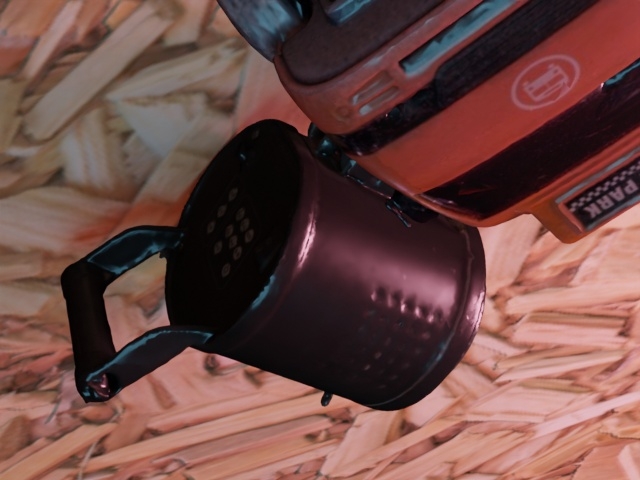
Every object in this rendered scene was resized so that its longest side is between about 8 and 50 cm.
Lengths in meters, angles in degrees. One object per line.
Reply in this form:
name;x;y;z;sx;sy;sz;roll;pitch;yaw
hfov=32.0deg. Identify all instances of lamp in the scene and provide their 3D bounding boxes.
lamp;0.003;0.037;0.979;0.374;0.205;0.272;-39;125;9

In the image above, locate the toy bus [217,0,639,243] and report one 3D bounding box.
toy bus;0.064;-0.205;0.622;0.203;0.427;0.233;-34;133;20
